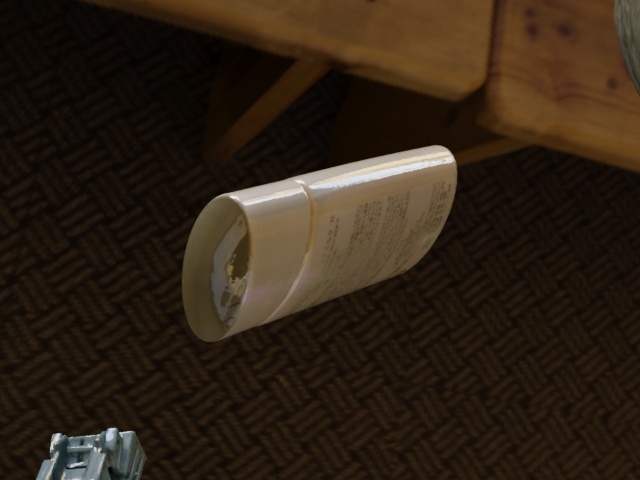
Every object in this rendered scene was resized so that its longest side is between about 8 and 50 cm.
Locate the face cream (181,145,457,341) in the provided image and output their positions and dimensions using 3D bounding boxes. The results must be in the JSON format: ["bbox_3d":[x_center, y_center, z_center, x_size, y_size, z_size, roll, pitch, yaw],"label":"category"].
[{"bbox_3d":[0.000,0.000,1.133,0.081,0.174,0.348,41,33,23],"label":"face cream"}]

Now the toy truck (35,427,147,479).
[{"bbox_3d":[-0.160,0.273,0.775,0.132,0.338,0.184,-8,120,10],"label":"toy truck"}]

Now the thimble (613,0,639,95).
[{"bbox_3d":[0.420,-0.203,1.032,0.291,0.195,0.292,0,95,1],"label":"thimble"}]
